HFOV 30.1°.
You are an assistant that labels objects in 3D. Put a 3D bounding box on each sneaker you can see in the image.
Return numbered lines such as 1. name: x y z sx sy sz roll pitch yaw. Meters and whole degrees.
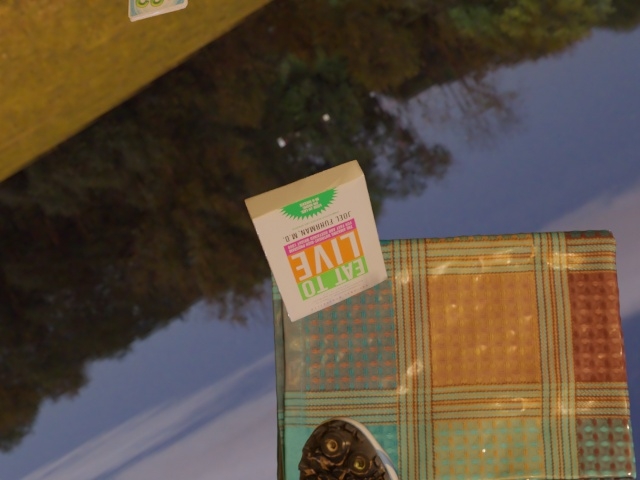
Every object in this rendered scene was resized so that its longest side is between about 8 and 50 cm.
1. sneaker: 0.055 0.227 0.883 0.085 0.237 0.086 -20 -163 25

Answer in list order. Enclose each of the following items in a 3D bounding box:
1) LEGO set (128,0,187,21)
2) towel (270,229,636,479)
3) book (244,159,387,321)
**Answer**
1. LEGO set: -0.115 -0.350 1.284 0.244 0.183 0.060 -7 165 24
2. towel: 0.131 0.127 1.240 0.370 0.272 0.040 -4 170 4
3. book: 0.000 0.000 0.997 0.096 0.035 0.144 -21 142 -2
